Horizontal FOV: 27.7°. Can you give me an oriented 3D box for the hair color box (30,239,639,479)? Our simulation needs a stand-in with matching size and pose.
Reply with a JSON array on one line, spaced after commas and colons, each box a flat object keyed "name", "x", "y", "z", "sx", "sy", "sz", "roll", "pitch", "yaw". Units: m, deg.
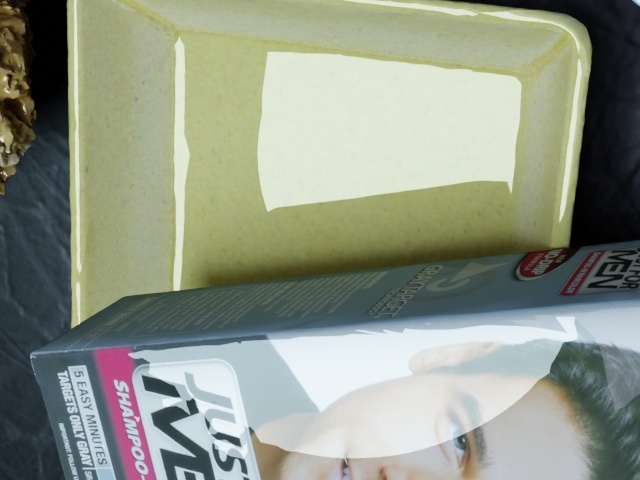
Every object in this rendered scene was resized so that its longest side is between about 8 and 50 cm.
[{"name": "hair color box", "x": 0.034, "y": 0.118, "z": 0.743, "sx": 0.374, "sy": 0.113, "sz": 0.185, "roll": -7, "pitch": 103, "yaw": 26}]

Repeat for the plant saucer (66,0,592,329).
[{"name": "plant saucer", "x": 0.000, "y": 0.000, "z": 0.830, "sx": 0.332, "sy": 0.081, "sz": 0.333, "roll": 11, "pitch": 110, "yaw": 21}]

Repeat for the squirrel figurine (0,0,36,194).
[{"name": "squirrel figurine", "x": -0.340, "y": -0.185, "z": 0.861, "sx": 0.397, "sy": 0.281, "sz": 0.370, "roll": 43, "pitch": 109, "yaw": -9}]

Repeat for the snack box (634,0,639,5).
[{"name": "snack box", "x": 0.173, "y": -0.157, "z": 0.688, "sx": 0.141, "sy": 0.100, "sz": 0.037, "roll": 41, "pitch": 119, "yaw": 7}]
